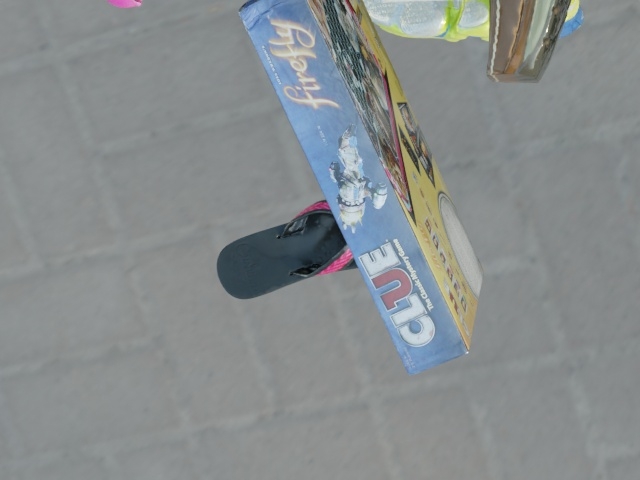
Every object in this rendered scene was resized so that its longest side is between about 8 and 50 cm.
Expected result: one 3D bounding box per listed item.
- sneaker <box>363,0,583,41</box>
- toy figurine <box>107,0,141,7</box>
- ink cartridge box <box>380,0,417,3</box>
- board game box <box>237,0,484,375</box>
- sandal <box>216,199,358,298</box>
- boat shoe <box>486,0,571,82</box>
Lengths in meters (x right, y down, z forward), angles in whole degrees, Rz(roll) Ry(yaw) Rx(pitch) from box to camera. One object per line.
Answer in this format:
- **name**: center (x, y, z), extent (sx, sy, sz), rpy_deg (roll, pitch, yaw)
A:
- **sneaker**: center (0.161, -0.235, 1.968), extent (0.240, 0.126, 0.091), rpy_deg (10, 83, 32)
- **toy figurine**: center (-0.140, -0.270, 1.592), extent (0.173, 0.130, 0.159), rpy_deg (1, 67, 42)
- **ink cartridge box**: center (0.162, -0.319, 1.757), extent (0.232, 0.171, 0.168), rpy_deg (-2, 110, -1)
- **board game box**: center (0.031, -0.055, 1.190), extent (0.042, 0.165, 0.243), rpy_deg (-22, 102, 14)
- **sandal**: center (0.000, 0.000, 1.539), extent (0.179, 0.040, 0.067), rpy_deg (-24, 85, 5)
- **boat shoe**: center (0.158, -0.293, 1.587), extent (0.120, 0.122, 0.324), rpy_deg (6, 86, 11)
